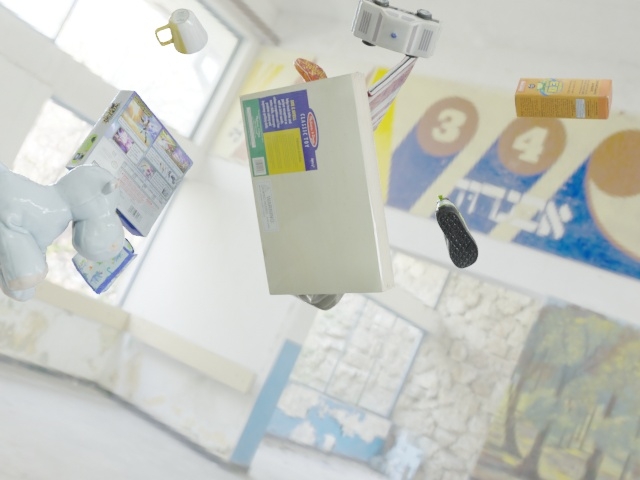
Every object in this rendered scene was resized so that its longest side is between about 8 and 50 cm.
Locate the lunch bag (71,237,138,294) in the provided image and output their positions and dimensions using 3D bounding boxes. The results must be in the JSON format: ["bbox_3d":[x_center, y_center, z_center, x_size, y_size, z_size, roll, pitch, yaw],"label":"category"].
[{"bbox_3d":[-0.508,0.049,2.017,0.096,0.129,0.151,41,-1,-34],"label":"lunch bag"}]

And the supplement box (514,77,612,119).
[{"bbox_3d":[0.617,-0.362,2.156,0.233,0.078,0.080,4,-41,24],"label":"supplement box"}]

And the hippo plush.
[{"bbox_3d":[-0.485,-0.053,1.535,0.237,0.294,0.234,-16,11,-28],"label":"hippo plush"}]

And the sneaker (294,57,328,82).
[{"bbox_3d":[-0.001,-0.326,1.855,0.175,0.064,0.067,48,-53,1],"label":"sneaker"}]

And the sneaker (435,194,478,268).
[{"bbox_3d":[0.381,-0.030,2.370,0.097,0.084,0.234,-92,161,-55],"label":"sneaker"}]

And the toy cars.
[{"bbox_3d":[0.097,-0.513,1.732,0.176,0.087,0.393,-27,-67,27],"label":"toy cars"}]

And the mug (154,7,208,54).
[{"bbox_3d":[-0.234,-0.355,1.438,0.062,0.078,0.064,39,-14,24],"label":"mug"}]

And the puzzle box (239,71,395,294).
[{"bbox_3d":[-0.009,-0.099,1.624,0.272,0.408,0.052,-3,8,36],"label":"puzzle box"}]

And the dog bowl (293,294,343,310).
[{"bbox_3d":[0.000,0.000,2.158,0.102,0.348,0.349,10,-12,22],"label":"dog bowl"}]

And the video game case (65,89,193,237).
[{"bbox_3d":[-0.454,-0.184,2.052,0.061,0.244,0.269,9,-31,36],"label":"video game case"}]

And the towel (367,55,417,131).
[{"bbox_3d":[0.127,-0.337,2.211,0.037,0.237,0.329,40,-36,6],"label":"towel"}]
